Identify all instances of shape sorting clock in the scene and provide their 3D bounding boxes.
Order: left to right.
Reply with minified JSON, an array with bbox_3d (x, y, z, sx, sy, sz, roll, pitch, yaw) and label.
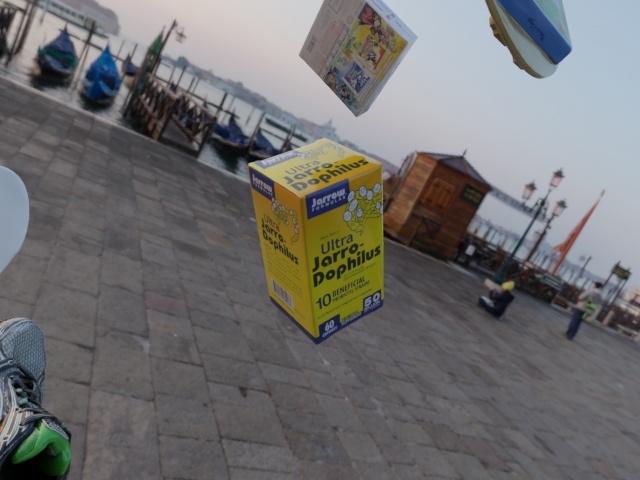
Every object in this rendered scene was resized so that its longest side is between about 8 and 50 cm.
[{"bbox_3d":[0.188,-0.256,0.469,0.040,0.206,0.206,-17,-25,42],"label":"shape sorting clock"}]

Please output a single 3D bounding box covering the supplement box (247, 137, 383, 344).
[{"bbox_3d":[0.000,0.000,1.020,0.194,0.356,0.195,-26,38,-27],"label":"supplement box"}]

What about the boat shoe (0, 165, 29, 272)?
[{"bbox_3d":[-0.281,0.030,0.368,0.063,0.184,0.066,-1,-15,33],"label":"boat shoe"}]

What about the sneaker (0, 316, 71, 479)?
[{"bbox_3d":[-0.341,0.222,0.549,0.134,0.146,0.343,59,3,-48],"label":"sneaker"}]

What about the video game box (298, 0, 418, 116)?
[{"bbox_3d":[0.065,-0.377,0.948,0.048,0.205,0.187,-35,82,-35],"label":"video game box"}]
